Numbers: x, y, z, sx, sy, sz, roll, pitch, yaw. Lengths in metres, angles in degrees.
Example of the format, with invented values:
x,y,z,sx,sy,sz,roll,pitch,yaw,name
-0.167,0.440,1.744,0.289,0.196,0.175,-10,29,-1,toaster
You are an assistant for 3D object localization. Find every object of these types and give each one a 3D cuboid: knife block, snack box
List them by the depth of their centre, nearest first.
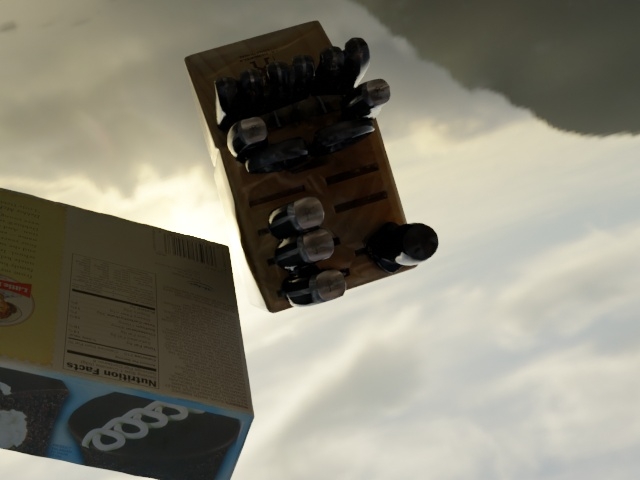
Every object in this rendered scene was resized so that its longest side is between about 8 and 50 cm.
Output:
x,y,z,sx,sy,sz,roll,pitch,yaw,name
-0.203,0.032,0.706,0.322,0.060,0.187,15,-154,-16,snack box
0.000,0.000,0.715,0.088,0.276,0.242,-16,-135,-6,knife block
